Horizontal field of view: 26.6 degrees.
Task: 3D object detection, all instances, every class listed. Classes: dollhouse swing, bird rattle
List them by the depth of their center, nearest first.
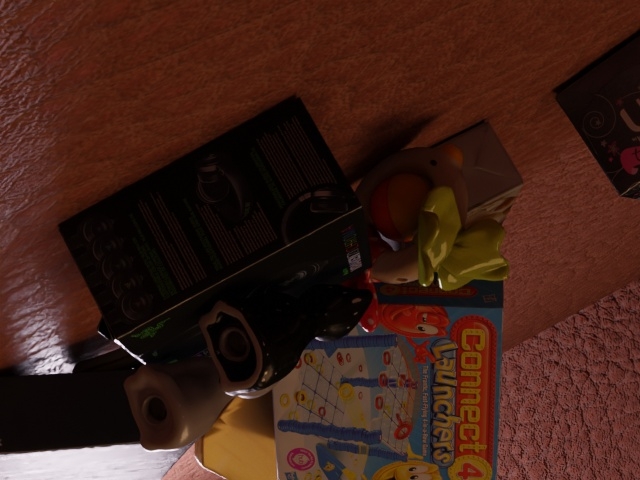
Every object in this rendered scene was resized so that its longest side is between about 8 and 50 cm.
[{"bbox_3d":[0.096,-0.005,1.567,0.143,0.207,0.253,25,149,-35],"label":"bird rattle"},{"bbox_3d":[-0.048,0.215,2.058,0.347,0.305,0.315,-52,-152,3],"label":"dollhouse swing"}]

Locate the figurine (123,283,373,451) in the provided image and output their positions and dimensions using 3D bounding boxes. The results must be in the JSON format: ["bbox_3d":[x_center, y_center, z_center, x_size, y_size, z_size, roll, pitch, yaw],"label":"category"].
[{"bbox_3d":[-0.068,0.122,1.385,0.215,0.092,0.209,-39,166,34],"label":"figurine"}]

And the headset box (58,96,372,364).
[{"bbox_3d":[-0.104,0.012,1.371,0.283,0.131,0.246,-28,165,-4],"label":"headset box"}]

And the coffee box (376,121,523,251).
[{"bbox_3d":[0.163,-0.041,1.767,0.141,0.098,0.246,-26,165,-10],"label":"coffee box"}]

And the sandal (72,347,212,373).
[{"bbox_3d":[-0.174,0.119,1.705,0.303,0.086,0.120,-14,153,8],"label":"sandal"}]

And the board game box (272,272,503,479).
[{"bbox_3d":[0.089,0.191,1.812,0.302,0.308,0.086,1,-151,7],"label":"board game box"}]

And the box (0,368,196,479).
[{"bbox_3d":[-0.303,0.239,1.669,0.261,0.103,0.184,-1,155,-27],"label":"box"}]

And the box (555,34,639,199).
[{"bbox_3d":[0.452,-0.183,1.717,0.247,0.163,0.142,-36,166,20],"label":"box"}]
